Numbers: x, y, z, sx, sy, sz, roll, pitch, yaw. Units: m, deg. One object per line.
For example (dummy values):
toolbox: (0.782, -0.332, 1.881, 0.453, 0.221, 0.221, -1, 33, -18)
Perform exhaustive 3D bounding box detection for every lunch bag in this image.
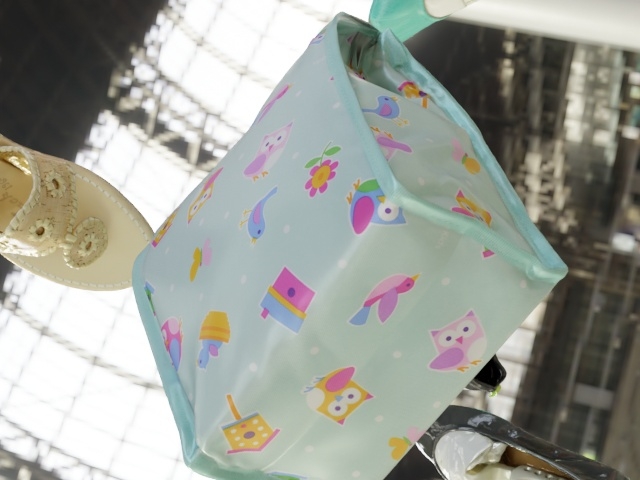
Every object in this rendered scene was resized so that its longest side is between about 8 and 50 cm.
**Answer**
lunch bag: (0.000, 0.000, 0.876, 0.223, 0.160, 0.262, -52, 32, 20)

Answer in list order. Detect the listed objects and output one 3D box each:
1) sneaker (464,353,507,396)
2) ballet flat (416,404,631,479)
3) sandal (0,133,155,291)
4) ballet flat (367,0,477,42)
sneaker: (0.167, 0.092, 1.649, 0.084, 0.097, 0.235, -51, -43, -28)
ballet flat: (0.207, 0.250, 1.541, 0.096, 0.280, 0.095, -25, -57, -52)
sandal: (-0.212, -0.028, 0.938, 0.088, 0.240, 0.079, -47, 19, 13)
ballet flat: (0.143, -0.281, 1.362, 0.247, 0.087, 0.083, -54, -39, -7)
